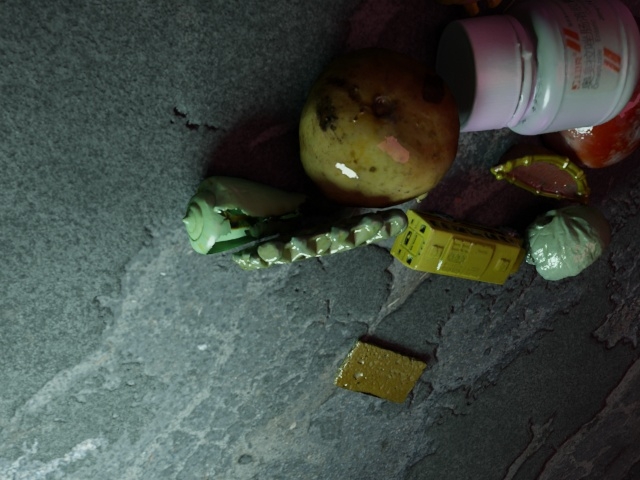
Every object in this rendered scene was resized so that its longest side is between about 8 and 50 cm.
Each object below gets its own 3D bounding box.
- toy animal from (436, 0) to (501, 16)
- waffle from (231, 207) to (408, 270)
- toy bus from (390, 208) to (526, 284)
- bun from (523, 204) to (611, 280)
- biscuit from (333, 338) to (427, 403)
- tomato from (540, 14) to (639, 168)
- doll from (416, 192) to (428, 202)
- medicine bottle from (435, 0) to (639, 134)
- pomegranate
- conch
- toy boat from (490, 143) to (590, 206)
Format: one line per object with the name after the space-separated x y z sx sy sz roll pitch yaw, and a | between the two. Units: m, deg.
0.237 -0.484 0.997 0.156 0.156 0.230 -48 130 2 | toy animal
0.000 0.000 1.042 0.309 0.292 0.056 -13 90 -23 | waffle
0.322 0.021 1.287 0.335 0.123 0.121 11 109 -28 | toy bus
0.537 -0.008 1.332 0.204 0.212 0.126 -41 101 -18 | bun
0.142 0.313 1.399 0.231 0.025 0.131 25 100 -32 | biscuit
0.655 -0.302 1.263 0.289 0.176 0.335 27 99 -35 | tomato
0.225 -0.122 1.219 0.093 0.051 0.061 -30 151 -6 | doll
0.387 -0.315 1.082 0.302 0.241 0.241 -9 117 -8 | medicine bottle
0.094 -0.182 1.007 0.281 0.281 0.281 -10 117 -21 | pomegranate
-0.118 -0.044 1.034 0.250 0.137 0.143 1 149 -20 | conch
0.482 -0.144 1.288 0.318 0.141 0.099 11 68 -34 | toy boat
